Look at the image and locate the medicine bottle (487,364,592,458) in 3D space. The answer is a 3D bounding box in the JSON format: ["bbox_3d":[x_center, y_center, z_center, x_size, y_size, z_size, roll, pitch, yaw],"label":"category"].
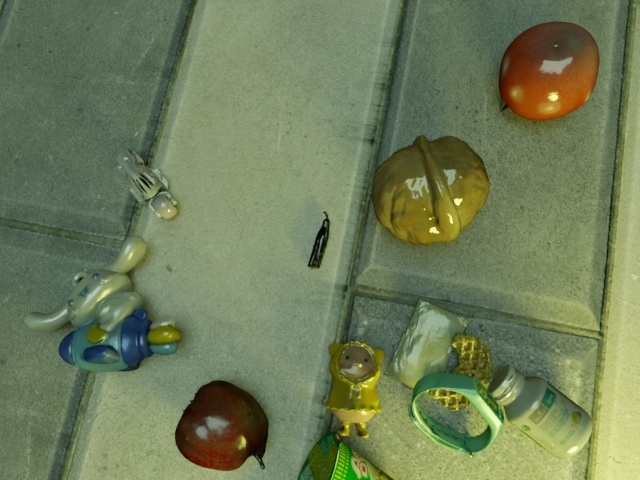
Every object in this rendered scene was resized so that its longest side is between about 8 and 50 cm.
[{"bbox_3d":[0.522,0.405,1.123,0.215,0.135,0.135,38,84,10],"label":"medicine bottle"}]

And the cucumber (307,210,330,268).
[{"bbox_3d":[0.000,0.000,1.303,0.039,0.043,0.163,3,72,49],"label":"cucumber"}]

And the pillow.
[{"bbox_3d":[0.279,0.280,1.213,0.148,0.050,0.229,26,83,8],"label":"pillow"}]

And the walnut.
[{"bbox_3d":[0.277,-0.126,1.176,0.296,0.285,0.285,-15,78,7],"label":"walnut"}]

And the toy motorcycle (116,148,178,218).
[{"bbox_3d":[-0.510,-0.167,1.344,0.112,0.112,0.254,-40,79,-3],"label":"toy motorcycle"}]

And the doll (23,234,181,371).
[{"bbox_3d":[-0.568,0.217,1.234,0.376,0.187,0.365,-45,70,14],"label":"doll"}]

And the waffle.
[{"bbox_3d":[0.358,0.333,1.181,0.149,0.051,0.194,37,88,-12],"label":"waffle"}]

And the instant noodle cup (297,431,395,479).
[{"bbox_3d":[0.083,0.599,1.087,0.233,0.207,0.207,31,83,-6],"label":"instant noodle cup"}]

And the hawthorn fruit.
[{"bbox_3d":[-0.231,0.476,1.151,0.248,0.208,0.208,40,85,-1],"label":"hawthorn fruit"}]

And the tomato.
[{"bbox_3d":[0.610,-0.452,1.245,0.256,0.224,0.255,-4,74,13],"label":"tomato"}]

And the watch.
[{"bbox_3d":[0.330,0.422,1.121,0.195,0.068,0.237,-35,104,26],"label":"watch"}]

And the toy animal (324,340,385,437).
[{"bbox_3d":[0.086,0.374,1.175,0.156,0.156,0.229,5,69,6],"label":"toy animal"}]
